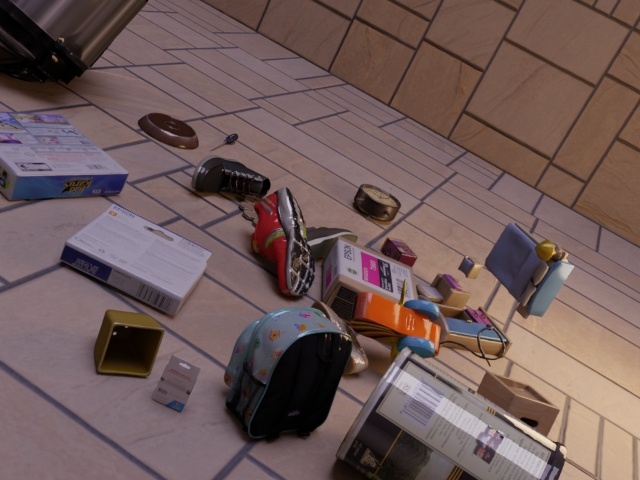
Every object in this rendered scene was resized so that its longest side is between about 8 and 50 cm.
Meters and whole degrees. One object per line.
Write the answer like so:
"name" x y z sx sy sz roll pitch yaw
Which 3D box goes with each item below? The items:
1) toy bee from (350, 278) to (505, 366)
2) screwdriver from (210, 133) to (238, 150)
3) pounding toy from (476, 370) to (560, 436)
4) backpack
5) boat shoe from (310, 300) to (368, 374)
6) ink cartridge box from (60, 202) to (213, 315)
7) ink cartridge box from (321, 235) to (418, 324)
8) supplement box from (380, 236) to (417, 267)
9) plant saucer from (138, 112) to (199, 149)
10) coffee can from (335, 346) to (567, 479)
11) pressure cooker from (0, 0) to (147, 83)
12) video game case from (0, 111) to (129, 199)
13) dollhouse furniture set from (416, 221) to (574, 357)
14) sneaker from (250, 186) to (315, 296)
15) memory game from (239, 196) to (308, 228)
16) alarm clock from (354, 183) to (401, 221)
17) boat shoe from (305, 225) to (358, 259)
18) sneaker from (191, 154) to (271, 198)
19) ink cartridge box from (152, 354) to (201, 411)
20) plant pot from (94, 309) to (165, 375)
"toy bee" 0.171 0.192 1.539 0.298 0.162 0.195 39 59 -8
"screwdriver" -0.270 -0.272 2.220 0.025 0.024 0.170 58 26 -3
"pounding toy" 0.383 0.336 1.534 0.141 0.100 0.130 21 8 -22
"backpack" -0.047 0.189 1.223 0.166 0.188 0.144 6 30 -40
"boat shoe" 0.034 0.184 1.505 0.059 0.063 0.170 10 37 -41
"ink cartridge box" -0.324 0.030 1.454 0.223 0.045 0.224 27 21 -2
"ink cartridge box" 0.105 0.103 1.722 0.193 0.088 0.234 24 23 -10
"supplement box" 0.199 0.033 2.041 0.055 0.043 0.083 12 25 -33
"plant saucer" -0.395 -0.293 2.115 0.169 0.029 0.168 24 22 -10
"coffee can" 0.191 0.315 1.196 0.275 0.201 0.201 32 22 13
"pressure cooker" -0.682 -0.598 1.991 0.375 0.420 0.370 42 -5 -21
"video game case" -0.566 -0.174 1.611 0.244 0.061 0.270 39 25 25
"dollhouse furniture set" 0.356 0.064 1.804 0.198 0.303 0.286 14 25 -32
"sneaker" -0.088 0.015 1.699 0.107 0.119 0.278 54 19 -45
"memory game" -0.109 -0.053 1.925 0.186 0.012 0.186 23 22 -10
"alarm clock" 0.164 -0.110 2.292 0.129 0.064 0.192 29 24 5
"boat shoe" 0.000 0.000 1.838 0.069 0.081 0.228 43 29 25
"sneaker" -0.207 -0.146 1.906 0.118 0.083 0.222 24 19 19
"ink cartridge box" -0.204 0.200 1.160 0.048 0.083 0.028 26 22 -3
"plant pot" -0.292 0.144 1.199 0.082 0.081 0.083 12 16 -32
